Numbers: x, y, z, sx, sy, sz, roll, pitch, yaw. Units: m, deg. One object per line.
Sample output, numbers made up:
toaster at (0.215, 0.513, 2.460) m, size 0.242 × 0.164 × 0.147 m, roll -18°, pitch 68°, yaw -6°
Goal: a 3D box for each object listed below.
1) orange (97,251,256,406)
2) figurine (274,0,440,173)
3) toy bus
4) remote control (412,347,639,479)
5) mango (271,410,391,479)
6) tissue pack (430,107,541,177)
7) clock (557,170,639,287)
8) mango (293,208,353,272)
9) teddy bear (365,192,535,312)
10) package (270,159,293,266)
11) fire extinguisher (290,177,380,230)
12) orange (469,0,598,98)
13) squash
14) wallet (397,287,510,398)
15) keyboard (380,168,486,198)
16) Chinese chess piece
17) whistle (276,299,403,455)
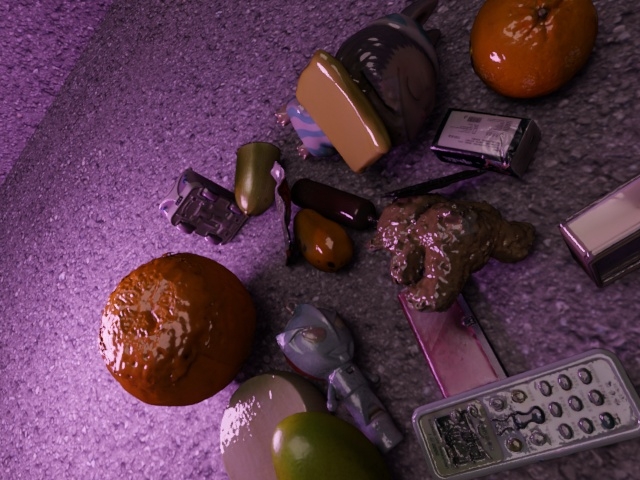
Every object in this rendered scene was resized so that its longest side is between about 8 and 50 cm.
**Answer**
orange at (-0.308, 0.203, 1.067) m, size 0.341 × 0.293 × 0.340 m, roll -8°, pitch 62°, yaw 15°
figurine at (0.138, -0.346, 1.059) m, size 0.378 × 0.266 × 0.361 m, roll -37°, pitch 20°, yaw -20°
toy bus at (-0.309, -0.088, 1.229) m, size 0.142 × 0.203 × 0.142 m, roll -50°, pitch 50°, yaw 9°
remote control at (0.314, 0.280, 0.742) m, size 0.336 × 0.066 × 0.127 m, roll -28°, pitch 68°, yaw 23°
mango at (0.027, 0.411, 0.791) m, size 0.186 × 0.149 × 0.272 m, roll -13°, pitch 104°, yaw -3°
tissue pack at (0.315, -0.190, 0.904) m, size 0.170 × 0.090 × 0.103 m, roll 23°, pitch 86°, yaw 40°
clock at (0.443, -0.012, 0.684) m, size 0.147 × 0.192 × 0.071 m, roll -36°, pitch 57°, yaw 18°
mango at (0.000, 0.003, 1.044) m, size 0.178 × 0.090 × 0.115 m, roll 32°, pitch 123°, yaw 40°
teddy bear at (0.206, -0.008, 0.859) m, size 0.267 × 0.156 × 0.256 m, roll -31°, pitch 21°, yaw -17°
package at (-0.082, -0.065, 1.091) m, size 0.040 × 0.166 × 0.231 m, roll -8°, pitch 75°, yaw -7°
fire extinguisher at (0.052, -0.079, 1.060) m, size 0.268 × 0.089 × 0.072 m, roll 25°, pitch 126°, yaw 40°
orange at (0.386, -0.376, 0.868) m, size 0.220 × 0.193 × 0.219 m, roll -7°, pitch 64°, yaw 15°
squash at (-0.166, -0.149, 1.204) m, size 0.123 × 0.123 × 0.186 m, roll -8°, pitch 68°, yaw 33°
wallet at (0.235, 0.172, 0.866) m, size 0.119 × 0.025 × 0.232 m, roll -35°, pitch 56°, yaw 20°
keyboard at (0.214, -0.108, 0.896) m, size 0.074 × 0.197 × 0.015 m, roll -152°, pitch 48°, yaw -68°
Chinese chess piece at (-0.089, 0.394, 0.959) m, size 0.251 × 0.101 × 0.250 m, roll -13°, pitch 66°, yaw 31°
whistle at (0.031, 0.251, 0.918) m, size 0.133 × 0.142 × 0.346 m, roll -48°, pitch 64°, yaw 23°
